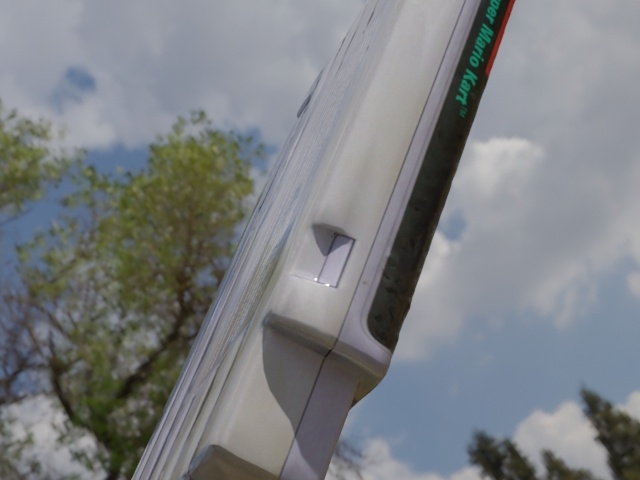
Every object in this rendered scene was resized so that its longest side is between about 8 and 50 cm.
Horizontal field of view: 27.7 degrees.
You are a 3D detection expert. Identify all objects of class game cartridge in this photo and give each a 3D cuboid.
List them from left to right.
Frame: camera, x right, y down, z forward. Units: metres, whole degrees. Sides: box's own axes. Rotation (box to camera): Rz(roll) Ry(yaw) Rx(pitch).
[{"bbox_3d":[0.000,0.000,0.643,0.230,0.068,0.355,-45,19,53],"label":"game cartridge"}]
